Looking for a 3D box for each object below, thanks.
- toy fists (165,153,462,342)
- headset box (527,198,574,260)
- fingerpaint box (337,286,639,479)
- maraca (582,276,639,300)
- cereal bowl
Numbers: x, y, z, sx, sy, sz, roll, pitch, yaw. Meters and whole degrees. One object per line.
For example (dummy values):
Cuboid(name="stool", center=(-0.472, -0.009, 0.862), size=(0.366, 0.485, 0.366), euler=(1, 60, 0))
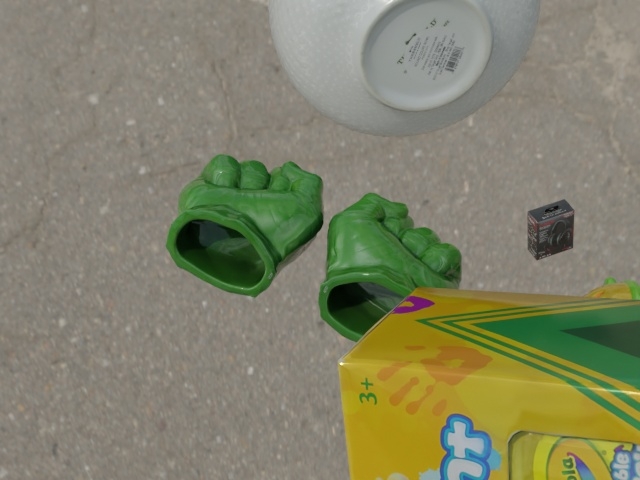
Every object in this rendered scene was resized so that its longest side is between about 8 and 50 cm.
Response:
Cuboid(name="toy fists", center=(0.000, 0.000, 0.935), size=(0.279, 0.096, 0.142), euler=(20, 29, 6))
Cuboid(name="headset box", center=(0.339, -0.019, 1.464), size=(0.062, 0.083, 0.032), euler=(-18, 42, -10))
Cuboid(name="fingerpaint box", center=(0.225, 0.275, 0.711), size=(0.371, 0.445, 0.163), euler=(3, 18, 26))
Cuboid(name="maraca", center=(0.270, 0.095, 0.933), size=(0.099, 0.186, 0.127), euler=(19, 99, 3))
Cuboid(name="cereal bowl", center=(0.110, -0.261, 1.197), size=(0.338, 0.339, 0.141), euler=(-8, 39, -4))
